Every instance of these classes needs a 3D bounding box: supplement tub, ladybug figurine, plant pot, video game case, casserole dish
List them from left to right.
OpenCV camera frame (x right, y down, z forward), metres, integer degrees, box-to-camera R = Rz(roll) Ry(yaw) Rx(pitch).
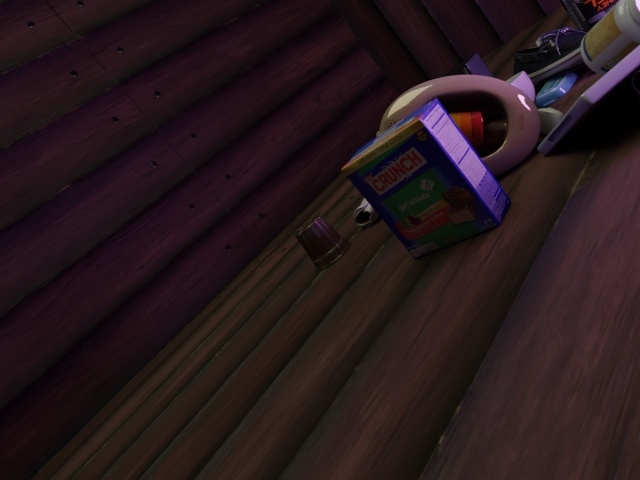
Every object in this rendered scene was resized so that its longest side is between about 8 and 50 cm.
[{"bbox_3d":[0.000,0.000,1.931,0.167,0.165,0.167,-37,12,9],"label":"plant pot"},{"bbox_3d":[0.390,-0.314,1.474,0.450,0.304,0.162,3,3,14],"label":"ladybug figurine"},{"bbox_3d":[0.795,-0.517,1.721,0.188,0.037,0.114,-48,14,-33],"label":"casserole dish"},{"bbox_3d":[0.950,-0.836,1.747,0.194,0.316,0.193,-39,12,10],"label":"supplement tub"},{"bbox_3d":[0.684,-0.362,1.191,0.329,0.036,0.300,-40,-12,-3],"label":"video game case"},{"bbox_3d":[0.780,-0.530,1.287,0.144,0.144,0.199,-43,-5,-16],"label":"supplement tub"}]

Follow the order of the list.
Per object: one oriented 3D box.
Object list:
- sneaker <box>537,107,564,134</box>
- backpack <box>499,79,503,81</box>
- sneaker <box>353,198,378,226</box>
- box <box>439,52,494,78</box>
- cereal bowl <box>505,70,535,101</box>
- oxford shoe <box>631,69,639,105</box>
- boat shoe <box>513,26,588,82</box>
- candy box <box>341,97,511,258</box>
[{"bbox_3d":[0.653,-0.356,1.472,0.094,0.080,0.212,-28,10,-4],"label":"sneaker"},{"bbox_3d":[0.747,-0.634,2.189,0.101,0.098,0.120,-49,24,0],"label":"backpack"},{"bbox_3d":[0.241,-0.153,1.939,0.292,0.108,0.169,-43,8,42],"label":"sneaker"},{"bbox_3d":[0.577,-0.539,1.923,0.103,0.261,0.184,-47,13,-33],"label":"box"},{"bbox_3d":[0.565,-0.398,1.684,0.339,0.141,0.339,-39,5,4],"label":"cereal bowl"},{"bbox_3d":[0.726,-0.342,1.097,0.097,0.098,0.271,-32,14,34],"label":"oxford shoe"},{"bbox_3d":[0.833,-0.661,1.764,0.187,0.155,0.500,-18,8,-9],"label":"boat shoe"},{"bbox_3d":[0.257,-0.139,1.254,0.268,0.317,0.122,-28,16,46],"label":"candy box"}]
